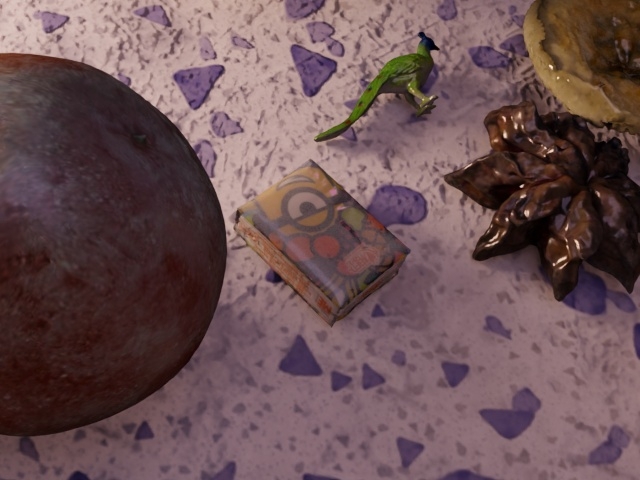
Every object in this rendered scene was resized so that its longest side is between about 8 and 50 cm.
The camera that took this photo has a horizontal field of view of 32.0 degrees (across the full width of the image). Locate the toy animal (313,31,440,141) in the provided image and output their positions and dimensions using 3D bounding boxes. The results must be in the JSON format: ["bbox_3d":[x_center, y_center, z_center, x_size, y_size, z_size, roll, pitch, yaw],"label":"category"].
[{"bbox_3d":[0.084,-0.157,1.255,0.075,0.041,0.217,36,61,11],"label":"toy animal"}]

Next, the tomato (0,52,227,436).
[{"bbox_3d":[-0.235,0.003,0.911,0.317,0.282,0.316,36,27,-22],"label":"tomato"}]

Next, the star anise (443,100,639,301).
[{"bbox_3d":[0.259,-0.057,1.199,0.236,0.109,0.223,28,58,6],"label":"star anise"}]

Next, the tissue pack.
[{"bbox_3d":[0.000,0.000,1.118,0.109,0.060,0.148,-37,73,-29],"label":"tissue pack"}]

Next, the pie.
[{"bbox_3d":[0.369,-0.212,1.336,0.274,0.055,0.274,13,46,-13],"label":"pie"}]
